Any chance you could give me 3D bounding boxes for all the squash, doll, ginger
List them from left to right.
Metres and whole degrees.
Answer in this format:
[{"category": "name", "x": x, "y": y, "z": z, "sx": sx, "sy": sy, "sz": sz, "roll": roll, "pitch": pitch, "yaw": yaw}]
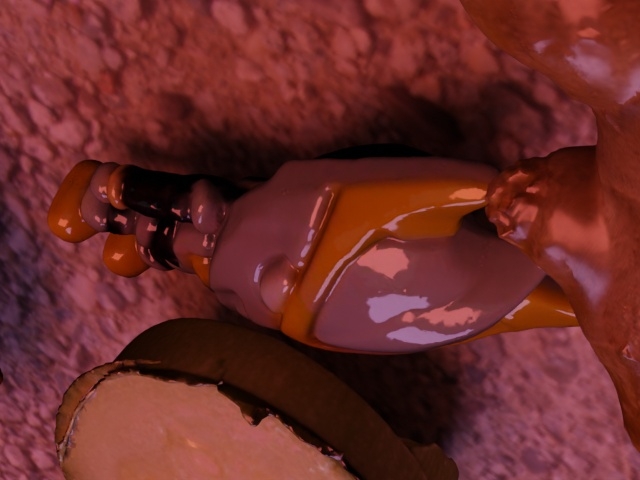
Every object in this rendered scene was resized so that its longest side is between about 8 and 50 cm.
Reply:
[{"category": "squash", "x": -0.028, "y": 0.117, "z": 0.941, "sx": 0.220, "sy": 0.133, "sz": 0.220, "roll": 21, "pitch": 143, "yaw": 17}, {"category": "doll", "x": -0.003, "y": -0.001, "z": 0.859, "sx": 0.316, "sy": 0.103, "sz": 0.145, "roll": 7, "pitch": 135, "yaw": 38}, {"category": "ginger", "x": 0.148, "y": -0.049, "z": 0.631, "sx": 0.236, "sy": 0.166, "sz": 0.375, "roll": 8, "pitch": 125, "yaw": -24}]

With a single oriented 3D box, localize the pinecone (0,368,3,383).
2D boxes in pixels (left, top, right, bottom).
[{"category": "pinecone", "x": -0.350, "y": 0.065, "z": 1.062, "sx": 0.296, "sy": 0.242, "sz": 0.298, "roll": 29, "pitch": 141, "yaw": 24}]
